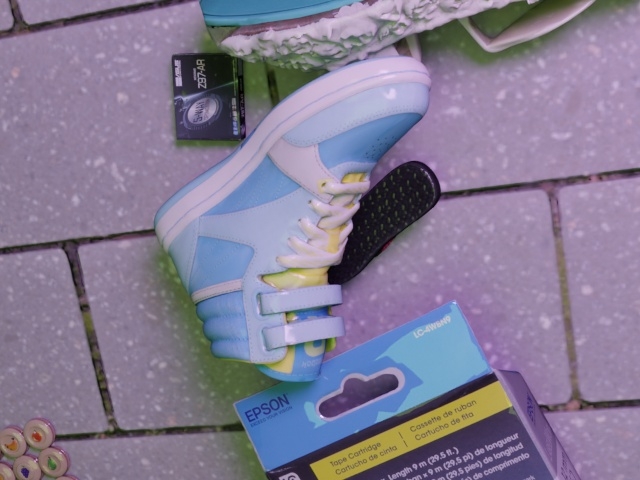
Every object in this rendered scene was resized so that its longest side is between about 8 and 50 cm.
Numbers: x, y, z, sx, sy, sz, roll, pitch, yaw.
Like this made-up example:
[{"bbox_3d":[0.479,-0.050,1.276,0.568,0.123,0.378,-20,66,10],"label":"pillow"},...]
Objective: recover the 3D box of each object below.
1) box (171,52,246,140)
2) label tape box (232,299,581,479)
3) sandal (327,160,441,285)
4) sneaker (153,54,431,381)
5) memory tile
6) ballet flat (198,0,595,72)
[{"bbox_3d":[-0.108,-0.139,0.879,0.067,0.018,0.083,3,105,12],"label":"box"},{"bbox_3d":[0.111,0.244,0.880,0.249,0.115,0.348,-28,94,18],"label":"label tape box"},{"bbox_3d":[0.043,-0.013,0.861,0.179,0.040,0.067,-35,86,27],"label":"sandal"},{"bbox_3d":[0.000,0.000,0.787,0.319,0.127,0.208,-35,68,37],"label":"sneaker"},{"bbox_3d":[-0.352,0.269,1.048,0.148,0.012,0.113,-20,99,18],"label":"memory tile"},{"bbox_3d":[0.099,-0.203,0.760,0.409,0.147,0.147,-15,100,17],"label":"ballet flat"}]
